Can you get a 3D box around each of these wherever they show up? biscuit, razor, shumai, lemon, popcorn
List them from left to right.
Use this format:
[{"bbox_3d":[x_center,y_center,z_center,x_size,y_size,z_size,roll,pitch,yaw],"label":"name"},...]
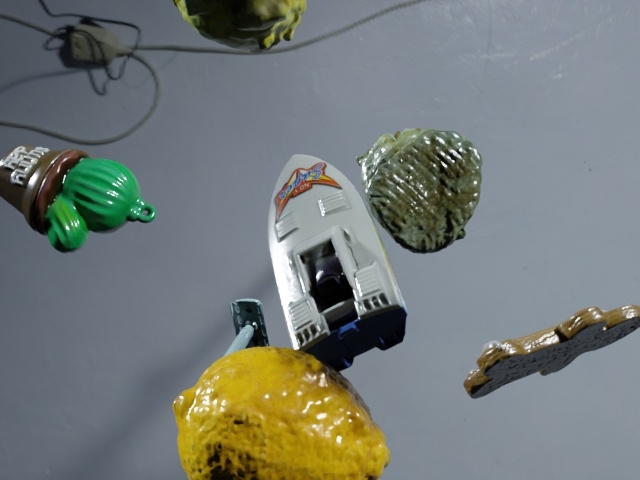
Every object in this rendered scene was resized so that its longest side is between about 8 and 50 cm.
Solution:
[{"bbox_3d":[-0.161,0.204,1.474,0.068,0.232,0.106,-1,115,19],"label":"razor"},{"bbox_3d":[-0.155,-0.529,1.661,0.312,0.312,0.312,2,96,18],"label":"popcorn"},{"bbox_3d":[-0.032,0.160,0.686,0.187,0.142,0.142,15,100,-7],"label":"lemon"},{"bbox_3d":[0.132,-0.070,1.186,0.184,0.142,0.184,0,90,-7],"label":"shumai"},{"bbox_3d":[0.504,0.217,1.774,0.432,0.283,0.064,-18,63,-15],"label":"biscuit"}]

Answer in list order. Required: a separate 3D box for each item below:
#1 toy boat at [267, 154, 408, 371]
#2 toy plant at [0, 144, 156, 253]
[{"bbox_3d":[0.000,0.000,0.942,0.129,0.088,0.295,-26,47,10],"label":"toy boat"},{"bbox_3d":[-0.309,-0.051,1.042,0.200,0.143,0.105,22,144,8],"label":"toy plant"}]
